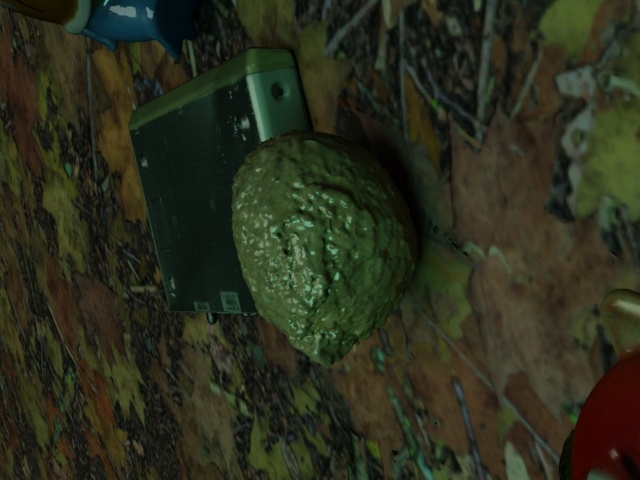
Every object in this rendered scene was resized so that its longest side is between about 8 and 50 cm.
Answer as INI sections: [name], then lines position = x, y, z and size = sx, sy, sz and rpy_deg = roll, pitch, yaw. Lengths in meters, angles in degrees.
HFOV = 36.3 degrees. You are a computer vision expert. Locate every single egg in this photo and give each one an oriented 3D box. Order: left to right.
[egg]
position = 0.000, 0.000, 0.596
size = 0.116, 0.118, 0.140
rpy_deg = -18, 97, 44

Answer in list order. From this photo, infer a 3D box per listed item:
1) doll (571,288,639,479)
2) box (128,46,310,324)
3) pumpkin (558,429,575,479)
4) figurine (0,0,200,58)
[doll]
position = 0.171, 0.087, 0.384
size = 0.217, 0.085, 0.183
rpy_deg = -36, 74, 49
[box]
position = -0.080, -0.028, 0.790
size = 0.270, 0.045, 0.210
rpy_deg = -4, 99, 60
[pumpkin]
position = 0.146, 0.136, 0.504
size = 0.083, 0.028, 0.050
rpy_deg = 60, 150, 31
[figurine]
position = -0.214, -0.262, 0.778
size = 0.416, 0.243, 0.298
rpy_deg = -114, 14, -57
